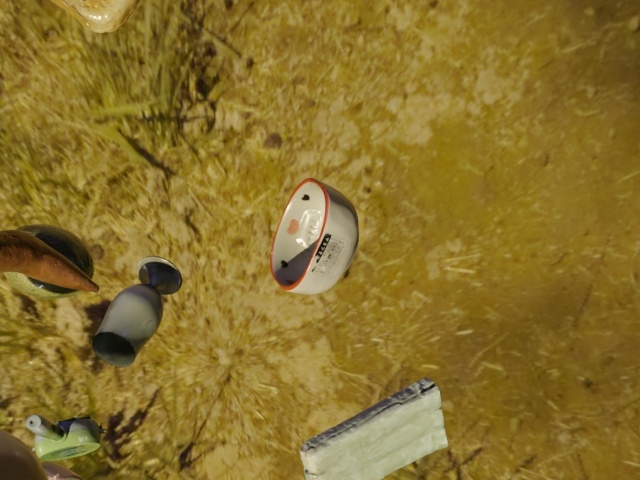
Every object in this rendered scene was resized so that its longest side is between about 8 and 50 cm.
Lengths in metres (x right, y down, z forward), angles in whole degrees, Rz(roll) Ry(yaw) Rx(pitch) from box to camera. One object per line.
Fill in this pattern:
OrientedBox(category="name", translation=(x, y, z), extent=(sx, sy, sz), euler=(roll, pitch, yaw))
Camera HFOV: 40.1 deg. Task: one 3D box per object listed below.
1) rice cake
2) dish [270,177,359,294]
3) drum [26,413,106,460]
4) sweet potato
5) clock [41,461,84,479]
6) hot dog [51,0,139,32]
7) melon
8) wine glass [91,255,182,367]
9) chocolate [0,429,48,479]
OrientedBox(category="rice cake", translation=(0.074, 0.282, 1.210), extent=(0.211, 0.038, 0.124), euler=(-21, 120, -14))
OrientedBox(category="dish", translation=(0.000, 0.000, 1.858), extent=(0.117, 0.256, 0.256), euler=(17, 80, -25))
OrientedBox(category="drum", translation=(-0.469, 0.335, 1.501), extent=(0.130, 0.253, 0.049), euler=(-19, 69, 10))
OrientedBox(category="sweet potato", translation=(-0.387, 0.012, 1.048), extent=(0.067, 0.281, 0.059), euler=(9, 84, 37))
OrientedBox(category="clock", translation=(-0.537, 0.609, 1.664), extent=(0.114, 0.309, 0.284), euler=(12, 42, 35))
OrientedBox(category="hot dog", translation=(-0.319, -0.334, 1.049), extent=(0.242, 0.073, 0.084), euler=(37, 77, 6))
OrientedBox(category="melon", translation=(-0.511, 0.038, 1.619), extent=(0.192, 0.139, 0.139), euler=(14, 80, 16))
OrientedBox(category="wine glass", translation=(-0.311, 0.120, 1.490), extent=(0.093, 0.093, 0.202), euler=(24, 40, -2))
OrientedBox(category="chocolate", translation=(-0.277, 0.210, 0.649), extent=(0.221, 0.221, 0.147), euler=(-14, 53, -8))
